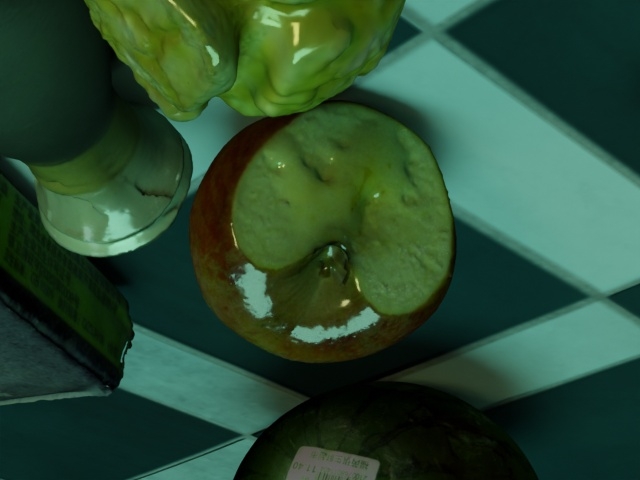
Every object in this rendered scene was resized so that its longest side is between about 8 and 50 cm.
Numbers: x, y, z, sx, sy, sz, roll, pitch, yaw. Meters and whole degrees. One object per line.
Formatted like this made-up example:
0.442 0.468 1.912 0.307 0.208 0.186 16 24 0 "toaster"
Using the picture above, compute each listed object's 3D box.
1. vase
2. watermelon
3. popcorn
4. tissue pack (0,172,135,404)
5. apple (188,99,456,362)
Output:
-0.187 -0.111 0.702 0.173 0.173 0.321 -5 154 12 "vase"
0.070 0.312 1.198 0.363 0.363 0.363 2 148 1 "watermelon"
-0.038 -0.156 0.599 0.186 0.187 0.167 -8 -173 -3 "popcorn"
-0.368 0.014 0.939 0.288 0.124 0.394 -8 146 18 "tissue pack"
0.000 0.000 0.840 0.195 0.173 0.160 16 144 -14 "apple"
